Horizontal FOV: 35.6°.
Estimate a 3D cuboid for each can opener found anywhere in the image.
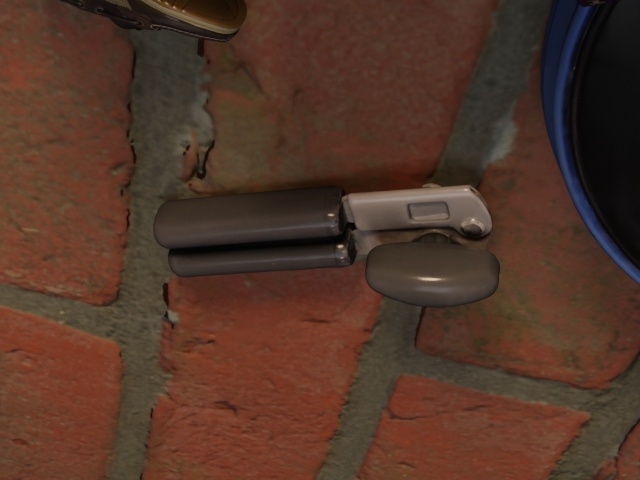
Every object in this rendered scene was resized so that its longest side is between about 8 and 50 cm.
[{"bbox_3d":[0.000,0.000,0.792,0.280,0.093,0.074,0,136,17],"label":"can opener"}]

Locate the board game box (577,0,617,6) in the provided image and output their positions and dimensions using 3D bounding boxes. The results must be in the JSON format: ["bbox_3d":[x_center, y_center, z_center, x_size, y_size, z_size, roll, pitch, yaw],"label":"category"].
[{"bbox_3d":[0.189,-0.154,0.451,0.170,0.048,0.141,-6,179,25],"label":"board game box"}]

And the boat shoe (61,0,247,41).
[{"bbox_3d":[-0.124,-0.167,0.668,0.152,0.056,0.049,24,140,-1],"label":"boat shoe"}]

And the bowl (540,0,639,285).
[{"bbox_3d":[0.328,-0.087,0.597,0.391,0.077,0.391,10,129,13],"label":"bowl"}]
